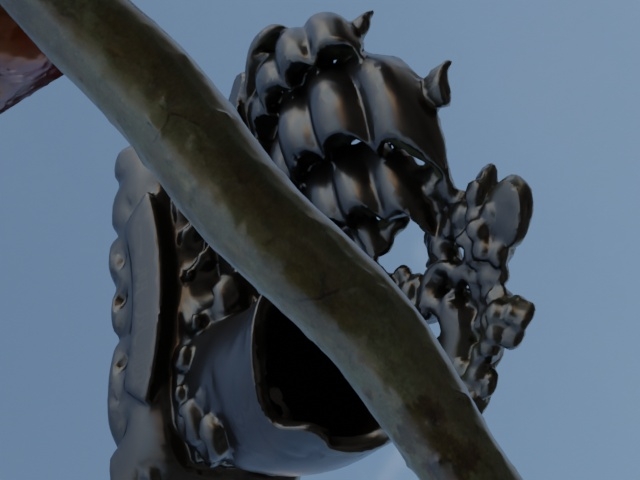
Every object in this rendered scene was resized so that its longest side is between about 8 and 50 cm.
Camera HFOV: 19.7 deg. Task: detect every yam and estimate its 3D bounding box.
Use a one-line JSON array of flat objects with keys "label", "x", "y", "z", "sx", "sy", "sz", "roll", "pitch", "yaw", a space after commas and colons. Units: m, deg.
[{"label": "yam", "x": -0.008, "y": 0.003, "z": 0.399, "sx": 0.027, "sy": 0.029, "sz": 0.234, "roll": -33, "pitch": -104, "yaw": -33}]

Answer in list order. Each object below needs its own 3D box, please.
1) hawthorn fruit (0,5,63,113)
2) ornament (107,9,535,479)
[{"label": "hawthorn fruit", "x": -0.128, "y": -0.110, "z": 0.633, "sx": 0.133, "sy": 0.133, "sz": 0.138, "roll": 50, "pitch": -155, "yaw": -26}, {"label": "ornament", "x": 0.000, "y": 0.000, "z": 0.875, "sx": 0.106, "sy": 0.260, "sz": 0.251, "roll": 13, "pitch": -124, "yaw": -29}]
